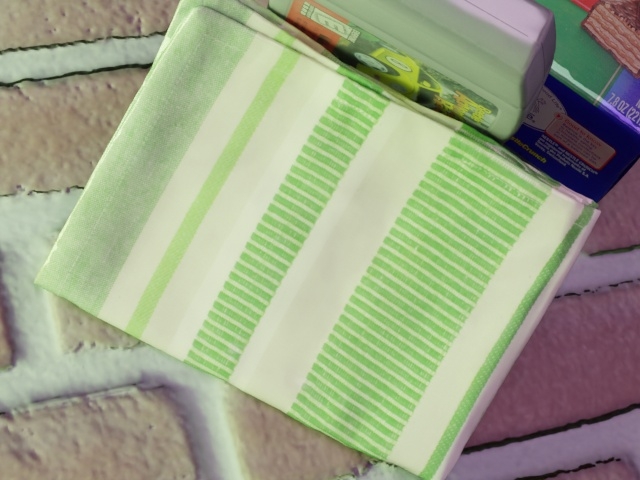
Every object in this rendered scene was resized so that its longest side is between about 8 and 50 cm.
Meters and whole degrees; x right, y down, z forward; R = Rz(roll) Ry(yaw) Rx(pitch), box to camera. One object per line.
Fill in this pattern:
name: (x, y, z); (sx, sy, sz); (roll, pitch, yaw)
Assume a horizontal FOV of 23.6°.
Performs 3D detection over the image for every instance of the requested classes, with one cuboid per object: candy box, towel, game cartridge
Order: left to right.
towel: (0.000, 0.000, 1.066); (0.325, 0.038, 0.248); (28, 97, -4)
game cartridge: (0.057, -0.135, 1.069); (0.196, 0.294, 0.060); (26, 81, -2)
candy box: (0.209, -0.235, 1.248); (0.268, 0.122, 0.317); (36, 61, 1)
